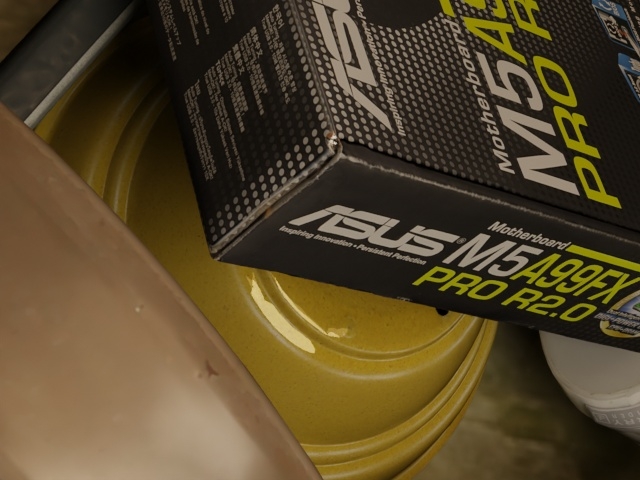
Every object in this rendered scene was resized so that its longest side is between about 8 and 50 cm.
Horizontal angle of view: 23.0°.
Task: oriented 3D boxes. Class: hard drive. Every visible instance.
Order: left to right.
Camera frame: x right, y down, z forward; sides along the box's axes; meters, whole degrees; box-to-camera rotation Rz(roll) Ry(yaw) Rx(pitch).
[{"bbox_3d":[-0.103,-0.056,0.551,0.022,0.094,0.135,43,64,-13],"label":"hard drive"}]

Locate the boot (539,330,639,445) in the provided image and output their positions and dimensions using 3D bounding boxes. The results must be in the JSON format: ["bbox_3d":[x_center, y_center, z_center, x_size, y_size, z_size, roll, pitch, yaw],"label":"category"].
[{"bbox_3d":[0.147,-0.025,0.692,0.123,0.095,0.258,36,50,-48],"label":"boot"}]

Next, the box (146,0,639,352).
[{"bbox_3d":[0.030,-0.101,0.561,0.216,0.060,0.270,15,48,-42],"label":"box"}]

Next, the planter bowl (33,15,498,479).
[{"bbox_3d":[0.000,0.000,0.597,0.217,0.090,0.217,5,79,-27],"label":"planter bowl"}]

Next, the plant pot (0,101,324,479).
[{"bbox_3d":[-0.146,0.105,0.390,0.229,0.263,0.263,-43,101,-23],"label":"plant pot"}]
